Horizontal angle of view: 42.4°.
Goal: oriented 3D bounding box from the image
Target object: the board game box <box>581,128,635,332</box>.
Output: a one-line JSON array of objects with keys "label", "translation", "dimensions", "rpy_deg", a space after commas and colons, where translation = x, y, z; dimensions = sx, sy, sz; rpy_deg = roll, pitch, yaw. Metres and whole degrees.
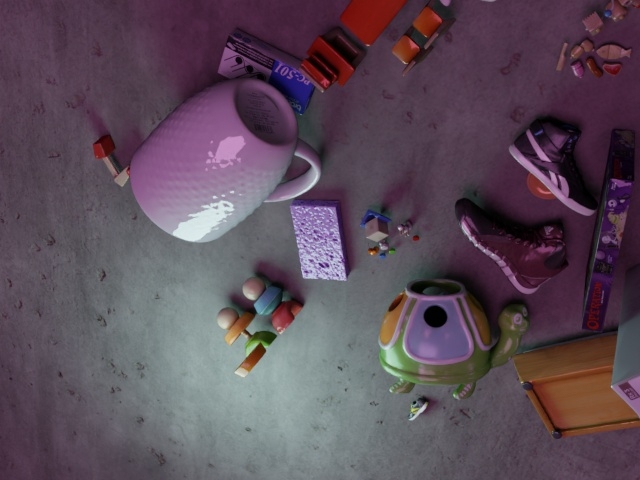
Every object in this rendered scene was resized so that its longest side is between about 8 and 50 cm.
[{"label": "board game box", "translation": [0.561, -0.017, 1.615], "dimensions": [0.056, 0.208, 0.347], "rpy_deg": [11, 126, 19]}]

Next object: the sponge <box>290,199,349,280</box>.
[{"label": "sponge", "translation": [0.000, 0.000, 1.973], "dimensions": [0.117, 0.031, 0.210], "rpy_deg": [3, 124, 20]}]

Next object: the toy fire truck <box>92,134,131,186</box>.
[{"label": "toy fire truck", "translation": [-0.472, -0.166, 2.044], "dimensions": [0.135, 0.047, 0.192], "rpy_deg": [1, 124, 23]}]

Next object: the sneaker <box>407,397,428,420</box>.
[{"label": "sneaker", "translation": [0.252, 0.442, 2.179], "dimensions": [0.035, 0.031, 0.083], "rpy_deg": [43, 125, 7]}]

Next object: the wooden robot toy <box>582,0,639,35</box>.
[{"label": "wooden robot toy", "translation": [0.526, -0.443, 1.442], "dimensions": [0.173, 0.076, 0.079], "rpy_deg": [-44, 64, 38]}]

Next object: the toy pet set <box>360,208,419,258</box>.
[{"label": "toy pet set", "translation": [0.145, -0.023, 1.894], "dimensions": [0.114, 0.065, 0.122], "rpy_deg": [21, 142, -39]}]

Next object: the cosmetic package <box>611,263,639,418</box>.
[{"label": "cosmetic package", "translation": [0.700, 0.203, 1.595], "dimensions": [0.217, 0.385, 0.156], "rpy_deg": [44, 128, -11]}]

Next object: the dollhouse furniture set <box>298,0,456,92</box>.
[{"label": "dollhouse furniture set", "translation": [0.076, -0.410, 1.571], "dimensions": [0.262, 0.135, 0.259], "rpy_deg": [43, 134, 0]}]

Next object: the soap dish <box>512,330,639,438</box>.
[{"label": "soap dish", "translation": [0.615, 0.337, 1.895], "dimensions": [0.290, 0.118, 0.229], "rpy_deg": [-18, 114, 33]}]

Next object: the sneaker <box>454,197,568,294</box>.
[{"label": "sneaker", "translation": [0.423, -0.019, 1.751], "dimensions": [0.162, 0.106, 0.281], "rpy_deg": [-33, 116, 31]}]

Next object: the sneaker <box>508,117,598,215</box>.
[{"label": "sneaker", "translation": [0.490, -0.153, 1.625], "dimensions": [0.217, 0.079, 0.121], "rpy_deg": [39, 119, -4]}]

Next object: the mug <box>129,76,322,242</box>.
[{"label": "mug", "translation": [-0.170, -0.175, 1.785], "dimensions": [0.374, 0.276, 0.328], "rpy_deg": [17, 144, -35]}]

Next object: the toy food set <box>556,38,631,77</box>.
[{"label": "toy food set", "translation": [0.508, -0.336, 1.539], "dimensions": [0.122, 0.019, 0.078], "rpy_deg": [12, 127, 5]}]

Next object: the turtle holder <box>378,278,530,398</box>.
[{"label": "turtle holder", "translation": [0.291, 0.216, 1.872], "dimensions": [0.320, 0.243, 0.228], "rpy_deg": [8, 109, 28]}]

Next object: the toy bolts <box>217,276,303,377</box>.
[{"label": "toy bolts", "translation": [-0.180, 0.208, 2.101], "dimensions": [0.158, 0.218, 0.228], "rpy_deg": [41, 110, 0]}]

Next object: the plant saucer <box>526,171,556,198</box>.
[{"label": "plant saucer", "translation": [0.469, -0.121, 1.706], "dimensions": [0.083, 0.013, 0.084], "rpy_deg": [11, 125, 16]}]

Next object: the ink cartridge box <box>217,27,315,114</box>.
[{"label": "ink cartridge box", "translation": [-0.109, -0.360, 1.760], "dimensions": [0.207, 0.046, 0.097], "rpy_deg": [27, 130, 3]}]

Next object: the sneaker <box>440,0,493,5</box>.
[{"label": "sneaker", "translation": [0.327, -0.498, 1.463], "dimensions": [0.297, 0.111, 0.129], "rpy_deg": [0, 135, 30]}]
